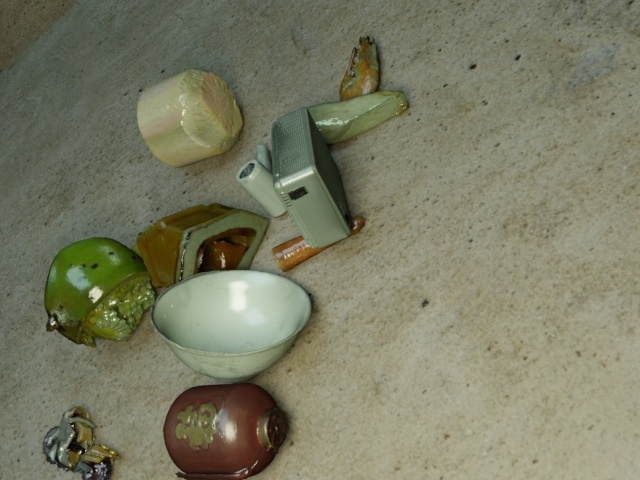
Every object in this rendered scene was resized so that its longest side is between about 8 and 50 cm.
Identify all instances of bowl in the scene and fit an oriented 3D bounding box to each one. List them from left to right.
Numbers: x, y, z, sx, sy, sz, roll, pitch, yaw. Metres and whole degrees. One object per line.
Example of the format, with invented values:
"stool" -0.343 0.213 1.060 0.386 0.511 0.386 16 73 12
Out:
"bowl" -0.173 0.189 1.337 0.313 0.146 0.313 2 26 -1

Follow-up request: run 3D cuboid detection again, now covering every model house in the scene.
"model house" -0.281 0.009 1.550 0.268 0.174 0.239 -22 26 -36

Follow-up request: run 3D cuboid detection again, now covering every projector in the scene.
"projector" -0.025 -0.127 1.384 0.099 0.192 0.257 -23 37 12

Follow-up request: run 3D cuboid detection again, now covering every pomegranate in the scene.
"pomegranate" -0.500 0.097 1.598 0.260 0.261 0.341 0 38 36

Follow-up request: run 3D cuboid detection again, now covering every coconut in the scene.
"coconut" -0.352 -0.311 1.752 0.244 0.239 0.239 -17 54 24

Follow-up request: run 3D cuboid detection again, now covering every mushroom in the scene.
"mushroom" 0.036 -0.272 1.545 0.333 0.087 0.107 -5 59 31

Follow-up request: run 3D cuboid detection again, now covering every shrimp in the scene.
"shrimp" 0.091 -0.407 1.613 0.115 0.051 0.217 -13 58 31

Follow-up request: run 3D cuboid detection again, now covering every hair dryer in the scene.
"hair dryer" -0.133 -0.169 1.586 0.073 0.131 0.236 -33 35 18

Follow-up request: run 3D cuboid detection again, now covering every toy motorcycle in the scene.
"toy motorcycle" -0.527 0.448 1.490 0.229 0.094 0.130 17 72 36

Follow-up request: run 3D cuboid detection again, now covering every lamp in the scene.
"lamp" -0.184 0.355 1.245 0.257 0.180 0.180 -12 56 28

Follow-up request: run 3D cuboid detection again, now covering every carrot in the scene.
"carrot" 0.000 0.000 1.422 0.209 0.061 0.061 -25 51 16
